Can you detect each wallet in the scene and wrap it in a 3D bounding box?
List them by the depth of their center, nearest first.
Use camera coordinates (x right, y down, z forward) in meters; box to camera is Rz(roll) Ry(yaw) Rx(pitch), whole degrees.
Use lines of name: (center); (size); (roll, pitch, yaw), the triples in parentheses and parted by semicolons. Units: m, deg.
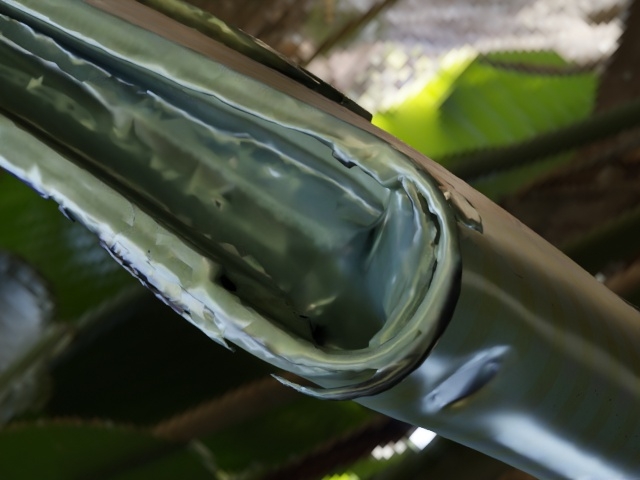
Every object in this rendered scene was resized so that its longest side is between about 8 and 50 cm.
wallet: (0.000, 0.000, 0.551); (0.223, 0.077, 0.309); (35, -179, 28)
